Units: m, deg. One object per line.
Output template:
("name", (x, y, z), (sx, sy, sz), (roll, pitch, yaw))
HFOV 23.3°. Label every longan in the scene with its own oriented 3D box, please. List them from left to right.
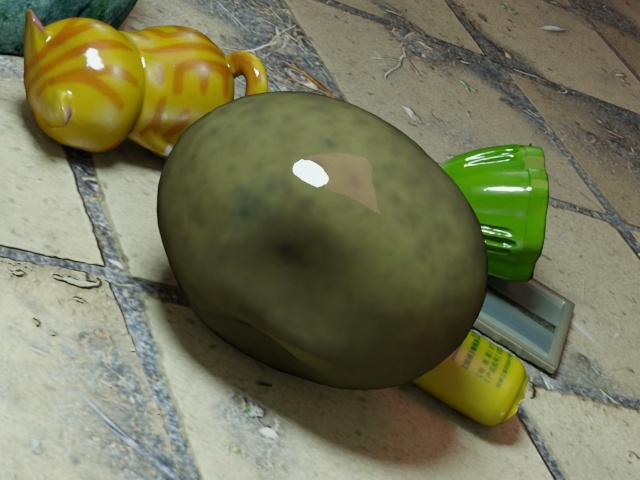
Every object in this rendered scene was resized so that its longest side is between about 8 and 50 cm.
("longan", (0.000, 0.000, 1.553), (0.350, 0.288, 0.288), (33, 25, 9))

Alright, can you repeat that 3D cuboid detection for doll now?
("doll", (-0.219, -0.174, 1.777), (0.269, 0.162, 0.167), (-8, 59, -39))

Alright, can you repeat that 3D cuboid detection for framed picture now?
("framed picture", (0.190, 0.049, 1.982), (0.289, 0.016, 0.213), (33, 25, 2))

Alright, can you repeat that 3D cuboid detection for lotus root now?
("lotus root", (0.186, -0.042, 1.959), (0.186, 0.186, 0.186), (25, 26, -13))

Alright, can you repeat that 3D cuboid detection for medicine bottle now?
("medicine bottle", (0.085, 0.099, 1.709), (0.309, 0.076, 0.111), (30, 27, 1))

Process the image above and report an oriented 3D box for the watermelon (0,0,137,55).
("watermelon", (-0.357, -0.375, 1.933), (0.258, 0.228, 0.387), (39, 33, 22))
